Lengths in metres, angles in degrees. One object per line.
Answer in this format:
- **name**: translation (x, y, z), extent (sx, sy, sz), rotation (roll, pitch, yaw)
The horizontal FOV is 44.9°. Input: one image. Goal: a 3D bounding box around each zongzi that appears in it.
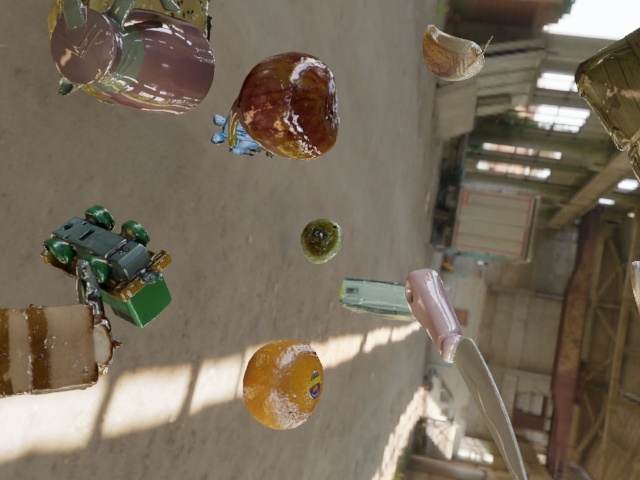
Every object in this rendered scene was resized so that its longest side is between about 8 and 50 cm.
- **zongzi**: translation (0.774, -0.239, 1.354), extent (0.218, 0.500, 0.467), rotation (-23, 82, -55)

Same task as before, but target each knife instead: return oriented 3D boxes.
- **knife**: translation (0.182, 0.148, 0.946), extent (0.336, 0.043, 0.081), rotation (-117, -158, -49)

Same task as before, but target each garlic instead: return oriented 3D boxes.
- **garlic**: translation (0.338, -0.454, 1.897), extent (0.090, 0.198, 0.129), rotation (-30, 130, -29)

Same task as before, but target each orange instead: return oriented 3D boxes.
- **orange**: translation (-0.060, 0.215, 1.163), extent (0.135, 0.117, 0.136), rotation (-2, 90, -73)

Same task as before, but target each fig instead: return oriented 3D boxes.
- **fig**: translation (-0.076, -0.214, 1.236), extent (0.175, 0.207, 0.175), rotation (9, 90, -68)

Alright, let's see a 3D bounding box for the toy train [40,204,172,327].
- **toy train**: translation (-0.544, 0.069, 2.004), extent (0.178, 0.429, 0.249), rotation (-45, 137, -32)

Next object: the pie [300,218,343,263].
- **pie**: translation (0.001, -0.002, 1.337), extent (0.021, 0.084, 0.084), rotation (32, 66, -57)

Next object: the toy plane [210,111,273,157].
- **toy plane**: translation (-0.167, -0.261, 2.047), extent (0.078, 0.246, 0.169), rotation (-49, -149, 36)

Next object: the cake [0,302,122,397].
- **cake**: translation (-0.581, 0.230, 1.667), extent (0.198, 0.292, 0.196), rotation (152, -67, -64)

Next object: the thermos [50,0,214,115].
- **thermos**: translation (-0.249, -0.259, 1.045), extent (0.176, 0.146, 0.265), rotation (-54, 173, 12)

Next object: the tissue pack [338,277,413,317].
- **tissue pack**: translation (0.155, 0.146, 1.875), extent (0.257, 0.185, 0.081), rotation (36, 62, -77)

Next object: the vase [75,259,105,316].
- **vase**: translation (-0.550, 0.124, 1.837), extent (0.211, 0.059, 0.060), rotation (97, 9, -47)

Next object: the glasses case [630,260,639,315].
- **glasses case**: translation (0.724, 0.144, 1.702), extent (0.081, 0.051, 0.204), rotation (9, 66, -67)

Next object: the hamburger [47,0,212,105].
- **hamburger**: translation (-0.368, -0.416, 1.499), extent (0.276, 0.195, 0.318), rotation (-9, 106, -57)
